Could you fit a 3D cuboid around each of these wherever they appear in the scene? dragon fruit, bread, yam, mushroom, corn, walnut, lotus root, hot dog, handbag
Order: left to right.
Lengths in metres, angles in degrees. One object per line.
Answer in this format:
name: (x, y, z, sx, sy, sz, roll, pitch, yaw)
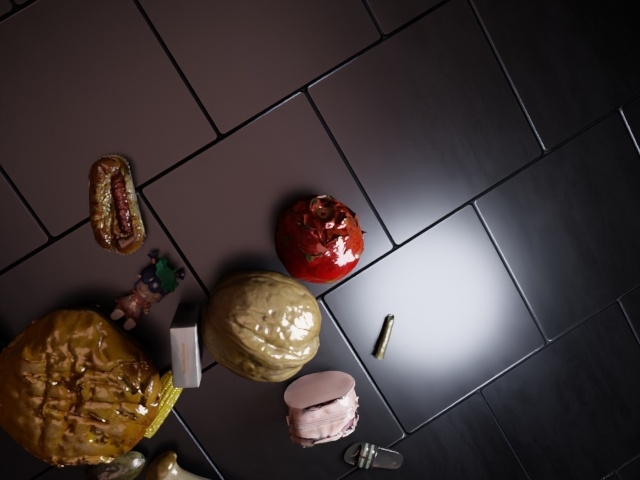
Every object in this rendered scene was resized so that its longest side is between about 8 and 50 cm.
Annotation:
bread: (-0.593, 0.358, 1.481, 0.397, 0.215, 0.399, -2, 100, -10)
lotus root: (-0.551, 0.614, 1.593, 0.179, 0.080, 0.089, -20, 103, -5)
hot dog: (-0.512, -0.088, 1.496, 0.131, 0.069, 0.253, -6, 98, -7)
corn: (-0.423, 0.431, 1.592, 0.067, 0.067, 0.206, 29, 94, -12)
mushroom: (-0.316, 0.701, 1.627, 0.350, 0.128, 0.128, 38, 91, -8)
walnut: (-0.144, 0.213, 1.510, 0.312, 0.252, 0.277, 23, 83, -19)
dragon fruit: (-0.004, -0.003, 1.500, 0.240, 0.252, 0.241, 9, 74, -32)
handbag: (0.003, 0.448, 1.611, 0.204, 0.179, 0.117, -15, 107, -6)
yam: (0.180, 0.270, 1.683, 0.033, 0.027, 0.130, 13, 96, -12)

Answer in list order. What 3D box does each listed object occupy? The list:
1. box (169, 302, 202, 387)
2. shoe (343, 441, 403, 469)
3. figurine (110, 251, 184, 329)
box: (-0.330, 0.254, 1.493, 0.067, 0.233, 0.150, -5, 99, -8)
shoe: (0.156, 0.627, 1.723, 0.179, 0.049, 0.071, 13, 96, -11)
figurine: (-0.446, 0.124, 1.526, 0.195, 0.102, 0.111, -41, 115, 2)
